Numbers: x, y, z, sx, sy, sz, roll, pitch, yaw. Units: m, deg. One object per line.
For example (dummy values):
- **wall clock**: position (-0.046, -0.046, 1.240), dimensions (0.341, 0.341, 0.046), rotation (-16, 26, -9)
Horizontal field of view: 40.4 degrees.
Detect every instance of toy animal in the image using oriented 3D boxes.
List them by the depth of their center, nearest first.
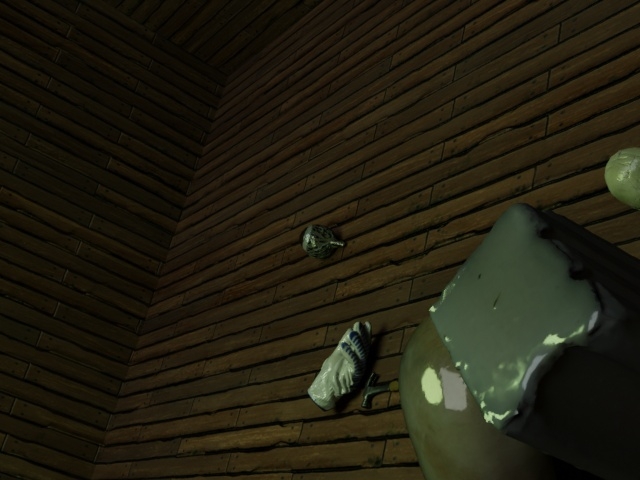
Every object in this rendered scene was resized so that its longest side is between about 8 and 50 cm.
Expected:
- **toy animal**: position (0.000, 0.000, 2.348), dimensions (0.137, 0.098, 0.098), rotation (-7, 59, 58)

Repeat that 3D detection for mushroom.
- **mushroom**: position (0.282, 0.268, 1.369), dimensions (0.294, 0.362, 0.362), rotation (-16, 39, 5)

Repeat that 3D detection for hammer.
- **hammer**: position (0.157, 0.308, 1.858), dimensions (0.201, 0.021, 0.078), rotation (-25, 44, 50)

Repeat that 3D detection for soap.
- **soap**: position (0.385, 0.151, 1.146), dimensions (0.213, 0.435, 0.350), rotation (-53, 28, 19)

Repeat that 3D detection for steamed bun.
- **steamed bun**: position (0.538, -0.102, 1.466), dimensions (0.130, 0.112, 0.091), rotation (20, 81, 57)

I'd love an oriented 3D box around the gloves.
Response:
- **gloves**: position (0.053, 0.283, 1.987), dimensions (0.229, 0.097, 0.119), rotation (-62, 31, 11)
